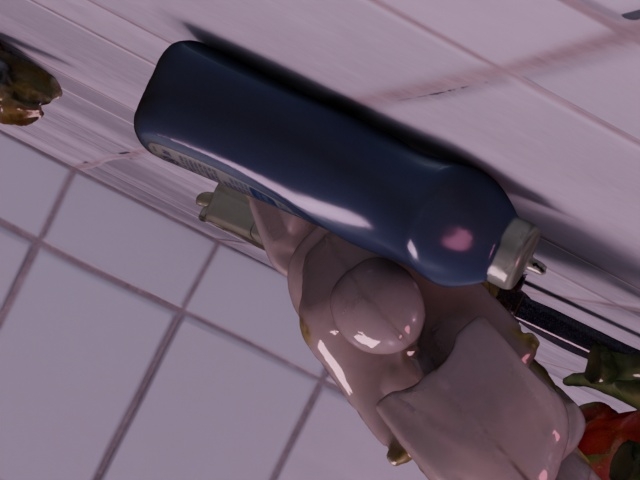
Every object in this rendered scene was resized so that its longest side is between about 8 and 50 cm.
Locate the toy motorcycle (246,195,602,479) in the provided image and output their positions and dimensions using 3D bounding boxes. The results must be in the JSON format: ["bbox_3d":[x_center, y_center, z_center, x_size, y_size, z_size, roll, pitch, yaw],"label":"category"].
[{"bbox_3d":[0.056,0.059,1.033,0.223,0.108,0.340,45,-175,-44],"label":"toy motorcycle"}]

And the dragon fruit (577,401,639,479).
[{"bbox_3d":[0.316,0.215,1.592,0.269,0.200,0.198,-17,152,18],"label":"dragon fruit"}]

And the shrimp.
[{"bbox_3d":[-0.278,-0.133,1.512,0.168,0.077,0.317,16,-172,-41],"label":"shrimp"}]

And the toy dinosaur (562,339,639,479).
[{"bbox_3d":[0.311,0.119,1.043,0.301,0.087,0.447,8,-174,-12],"label":"toy dinosaur"}]

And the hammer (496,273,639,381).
[{"bbox_3d":[0.220,0.086,1.295,0.290,0.037,0.137,26,178,17],"label":"hammer"}]

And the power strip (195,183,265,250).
[{"bbox_3d":[0.000,0.000,1.494,0.288,0.053,0.093,24,177,39],"label":"power strip"}]

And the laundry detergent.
[{"bbox_3d":[0.015,-0.029,0.923,0.206,0.061,0.096,25,174,12],"label":"laundry detergent"}]
